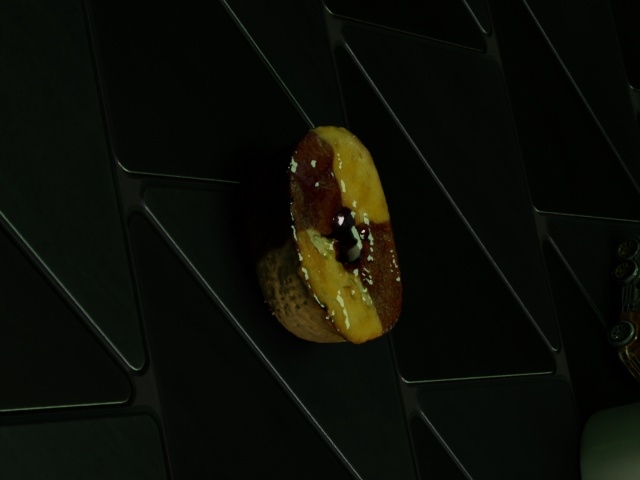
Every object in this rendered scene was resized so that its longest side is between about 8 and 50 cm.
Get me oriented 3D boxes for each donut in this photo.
[{"bbox_3d":[0.000,0.000,1.534,0.166,0.073,0.184,-29,101,-59],"label":"donut"}]

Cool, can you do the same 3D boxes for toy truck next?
[{"bbox_3d":[0.389,0.067,2.095,0.083,0.092,0.192,47,40,-37],"label":"toy truck"}]

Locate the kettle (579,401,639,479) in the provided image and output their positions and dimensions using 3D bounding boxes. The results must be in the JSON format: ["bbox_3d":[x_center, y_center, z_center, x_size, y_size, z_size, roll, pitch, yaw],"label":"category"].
[{"bbox_3d":[0.415,0.256,1.893,0.165,0.255,0.240,51,38,-36],"label":"kettle"}]
